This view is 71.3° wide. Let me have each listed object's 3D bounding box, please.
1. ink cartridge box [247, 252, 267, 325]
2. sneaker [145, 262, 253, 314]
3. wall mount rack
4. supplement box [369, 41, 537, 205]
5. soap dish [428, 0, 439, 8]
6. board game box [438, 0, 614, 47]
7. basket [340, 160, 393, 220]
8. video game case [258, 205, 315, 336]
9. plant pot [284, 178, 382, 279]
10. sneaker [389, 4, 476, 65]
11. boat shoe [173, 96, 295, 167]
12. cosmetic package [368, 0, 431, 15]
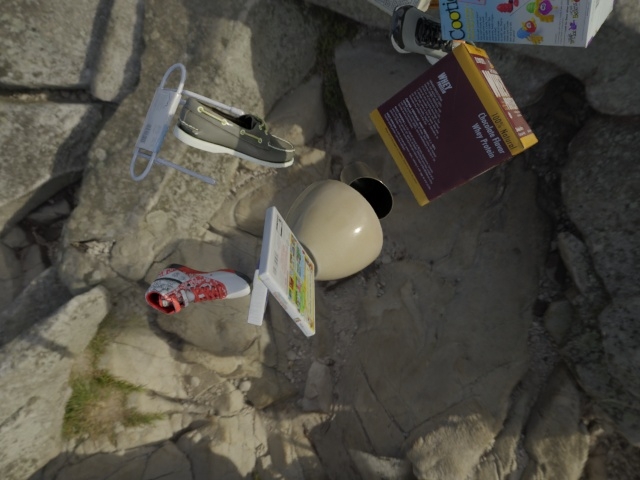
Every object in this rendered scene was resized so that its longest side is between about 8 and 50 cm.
[{"bbox_3d":[-0.211,0.113,1.704,0.072,0.304,0.308,10,112,-2],"label":"ink cartridge box"},{"bbox_3d":[-0.324,0.141,1.179,0.269,0.145,0.090,8,123,12],"label":"sneaker"},{"bbox_3d":[-0.387,-0.305,1.253,0.304,0.130,0.351,21,90,39],"label":"wall mount rack"},{"bbox_3d":[0.230,-0.196,0.779,0.194,0.129,0.192,-31,86,37],"label":"supplement box"},{"bbox_3d":[0.406,-0.840,1.407,0.228,0.291,0.118,9,92,15],"label":"soap dish"},{"bbox_3d":[0.377,-0.467,0.828,0.275,0.144,0.142,23,61,36],"label":"board game box"},{"bbox_3d":[0.161,-0.203,1.709,0.204,0.227,0.154,38,108,-26],"label":"basket"},{"bbox_3d":[-0.069,0.065,0.994,0.026,0.206,0.227,-22,36,15],"label":"video game case"},{"bbox_3d":[0.000,0.000,1.230,0.284,0.284,0.191,42,52,12],"label":"plant pot"},{"bbox_3d":[0.257,-0.466,1.014,0.107,0.271,0.101,22,108,45],"label":"sneaker"},{"bbox_3d":[-0.173,-0.241,1.013,0.109,0.304,0.091,49,121,41],"label":"boat shoe"},{"bbox_3d":[0.174,-0.742,1.208,0.296,0.153,0.129,36,59,4],"label":"cosmetic package"}]
